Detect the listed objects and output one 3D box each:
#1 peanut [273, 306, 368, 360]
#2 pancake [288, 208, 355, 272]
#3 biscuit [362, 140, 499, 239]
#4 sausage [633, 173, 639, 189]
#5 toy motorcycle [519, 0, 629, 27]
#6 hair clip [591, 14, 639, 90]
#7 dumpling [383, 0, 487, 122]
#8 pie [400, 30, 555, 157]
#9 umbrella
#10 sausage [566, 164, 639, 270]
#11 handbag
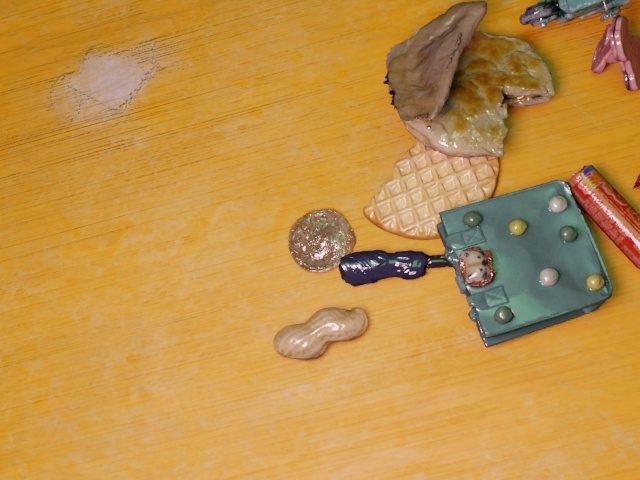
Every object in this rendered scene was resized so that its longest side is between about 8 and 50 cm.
[{"bbox_3d":[0.001,0.177,1.588,0.187,0.082,0.082,-25,69,-1],"label":"peanut"},{"bbox_3d":[0.000,0.000,1.676,0.139,0.022,0.140,-3,71,9],"label":"pancake"},{"bbox_3d":[0.246,-0.122,1.670,0.204,0.040,0.309,37,81,18],"label":"biscuit"},{"bbox_3d":[0.679,-0.092,1.590,0.145,0.050,0.048,26,104,15],"label":"sausage"},{"bbox_3d":[0.562,-0.498,1.672,0.296,0.198,0.109,-14,100,42],"label":"toy motorcycle"},{"bbox_3d":[0.607,-0.380,1.651,0.102,0.138,0.123,9,65,7],"label":"hair clip"},{"bbox_3d":[0.215,-0.339,1.626,0.166,0.086,0.332,6,54,38],"label":"dumpling"},{"bbox_3d":[0.296,-0.304,1.679,0.337,0.075,0.338,-4,56,6],"label":"pie"},{"bbox_3d":[0.160,0.045,1.619,0.248,0.071,0.071,-7,70,1],"label":"umbrella"},{"bbox_3d":[0.574,-0.025,1.565,0.074,0.074,0.274,-35,70,-4],"label":"sausage"},{"bbox_3d":[0.383,0.035,1.543,0.274,0.100,0.269,-14,70,-6],"label":"handbag"}]
